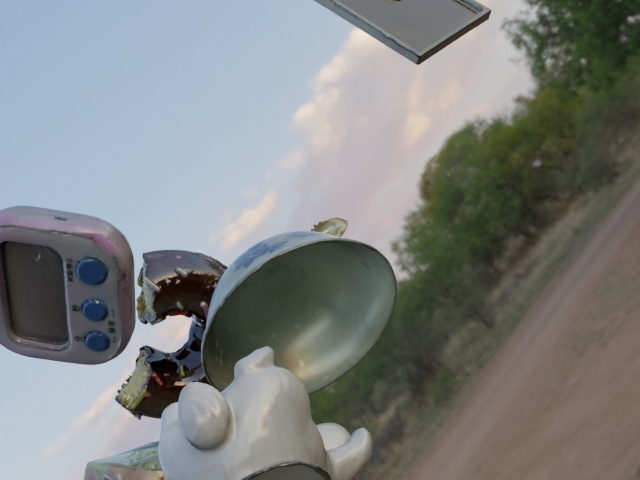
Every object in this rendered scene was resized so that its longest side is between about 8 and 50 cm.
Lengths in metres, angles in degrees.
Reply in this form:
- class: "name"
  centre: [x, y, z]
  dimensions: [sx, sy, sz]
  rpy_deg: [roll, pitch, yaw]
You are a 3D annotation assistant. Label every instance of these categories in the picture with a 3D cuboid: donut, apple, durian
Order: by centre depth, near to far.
- class: "apple"
  centre: [-0.183, 0.330, 1.104]
  dimensions: [0.188, 0.174, 0.207]
  rpy_deg: [-12, -17, -37]
- class: "donut"
  centre: [-0.244, 0.196, 1.705]
  dimensions: [0.136, 0.259, 0.345]
  rpy_deg: [-129, 51, -63]
- class: "durian"
  centre: [0.006, 0.006, 1.754]
  dimensions: [0.130, 0.066, 0.052]
  rpy_deg: [-45, -40, -2]

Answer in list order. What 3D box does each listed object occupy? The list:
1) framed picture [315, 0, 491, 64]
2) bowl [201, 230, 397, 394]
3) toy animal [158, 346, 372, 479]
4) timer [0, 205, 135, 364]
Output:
- class: "framed picture"
  centre: [0.091, -0.402, 1.414]
  dimensions: [0.232, 0.315, 0.024]
  rpy_deg: [-38, -23, -41]
- class: "bowl"
  centre: [-0.053, 0.084, 1.332]
  dimensions: [0.313, 0.146, 0.313]
  rpy_deg: [-18, -46, -19]
- class: "toy animal"
  centre: [-0.051, 0.248, 0.899]
  dimensions: [0.208, 0.154, 0.325]
  rpy_deg: [-10, -48, -13]
- class: "timer"
  centre: [-0.323, 0.055, 1.090]
  dimensions: [0.069, 0.190, 0.209]
  rpy_deg: [-79, -4, -57]
